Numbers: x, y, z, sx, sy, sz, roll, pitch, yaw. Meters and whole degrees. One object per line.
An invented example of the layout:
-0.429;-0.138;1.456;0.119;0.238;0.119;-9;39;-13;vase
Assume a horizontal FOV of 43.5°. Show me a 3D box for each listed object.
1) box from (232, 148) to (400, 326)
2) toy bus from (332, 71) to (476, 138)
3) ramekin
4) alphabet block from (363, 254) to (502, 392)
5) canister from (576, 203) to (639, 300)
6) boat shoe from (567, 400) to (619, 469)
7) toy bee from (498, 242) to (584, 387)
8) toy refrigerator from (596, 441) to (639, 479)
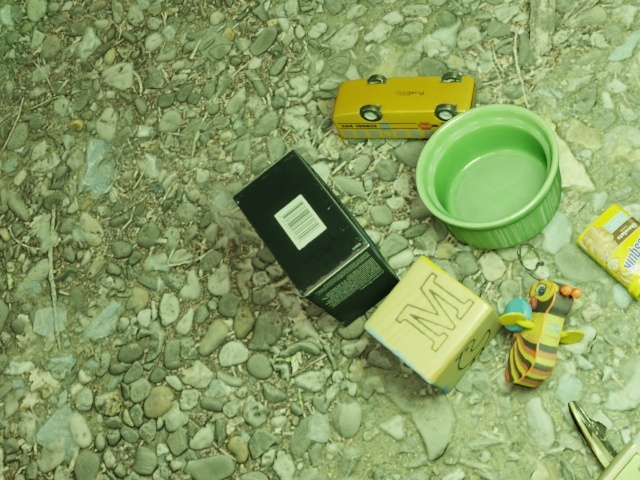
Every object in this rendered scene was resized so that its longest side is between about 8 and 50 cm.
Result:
0.000;0.000;1.771;0.183;0.294;0.296;-38;64;3;box
0.198;-0.310;1.882;0.332;0.130;0.108;3;62;21;toy bus
0.372;-0.129;1.728;0.303;0.148;0.303;-13;58;21;ramekin
0.240;0.178;1.684;0.193;0.192;0.197;39;90;24;alphabet block
0.632;0.021;1.652;0.126;0.073;0.170;-44;62;2;canister
0.544;0.381;1.582;0.049;0.056;0.152;-29;75;4;boat shoe
0.445;0.145;1.617;0.195;0.162;0.298;-6;83;-27;toy bee
0.648;0.497;1.459;0.269;0.094;0.102;41;90;18;toy refrigerator
